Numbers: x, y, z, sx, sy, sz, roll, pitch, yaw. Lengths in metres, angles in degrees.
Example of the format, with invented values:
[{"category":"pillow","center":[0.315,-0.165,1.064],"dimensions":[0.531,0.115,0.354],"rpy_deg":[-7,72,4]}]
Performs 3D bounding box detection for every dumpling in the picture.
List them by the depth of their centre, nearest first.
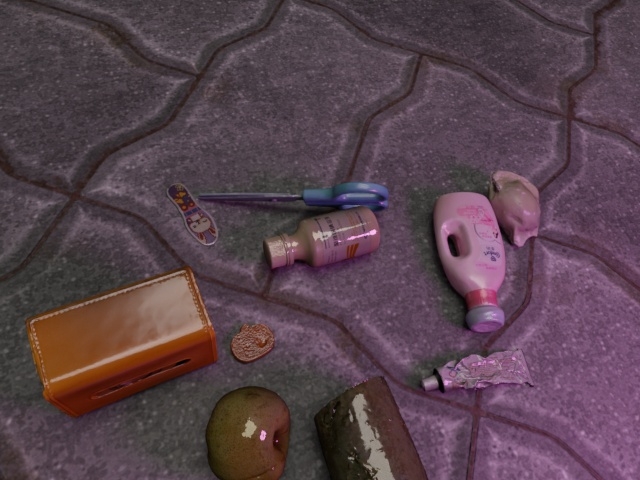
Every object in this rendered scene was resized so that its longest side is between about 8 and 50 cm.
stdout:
[{"category":"dumpling","center":[0.492,-0.086,1.235],"dimensions":[0.136,0.118,0.199],"rpy_deg":[-13,89,-27]}]

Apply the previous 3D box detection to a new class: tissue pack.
[{"category":"tissue pack","center":[-0.337,0.183,0.882],"dimensions":[0.275,0.194,0.145],"rpy_deg":[-20,64,-19]}]

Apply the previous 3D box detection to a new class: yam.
[{"category":"yam","center":[0.102,0.402,0.836],"dimensions":[0.168,0.168,0.304],"rpy_deg":[-12,60,-16]}]

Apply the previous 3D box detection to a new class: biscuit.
[{"category":"biscuit","center":[-0.140,0.206,1.005],"dimensions":[0.091,0.015,0.078],"rpy_deg":[-22,63,-21]}]

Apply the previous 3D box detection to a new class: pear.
[{"category":"pear","center":[-0.124,0.336,0.847],"dimensions":[0.137,0.167,0.167],"rpy_deg":[1,57,11]}]

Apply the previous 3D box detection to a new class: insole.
[{"category":"insole","center":[-0.299,-0.065,1.153],"dimensions":[0.065,0.004,0.197],"rpy_deg":[-28,67,-23]}]

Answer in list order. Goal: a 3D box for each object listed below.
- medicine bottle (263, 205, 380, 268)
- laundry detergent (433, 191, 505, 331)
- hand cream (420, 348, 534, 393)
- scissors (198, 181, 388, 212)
[{"category":"medicine bottle","center":[0.000,0.000,1.096],"dimensions":[0.252,0.114,0.114],"rpy_deg":[-14,62,-16]},{"category":"laundry detergent","center":[0.352,0.043,1.141],"dimensions":[0.159,0.088,0.335],"rpy_deg":[1,59,-3]},{"category":"hand cream","center":[0.326,0.275,1.020],"dimensions":[0.257,0.050,0.084],"rpy_deg":[-4,56,-15]},{"category":"scissors","center":[-0.068,-0.100,1.146],"dimensions":[0.447,0.192,0.029],"rpy_deg":[2,80,6]}]
